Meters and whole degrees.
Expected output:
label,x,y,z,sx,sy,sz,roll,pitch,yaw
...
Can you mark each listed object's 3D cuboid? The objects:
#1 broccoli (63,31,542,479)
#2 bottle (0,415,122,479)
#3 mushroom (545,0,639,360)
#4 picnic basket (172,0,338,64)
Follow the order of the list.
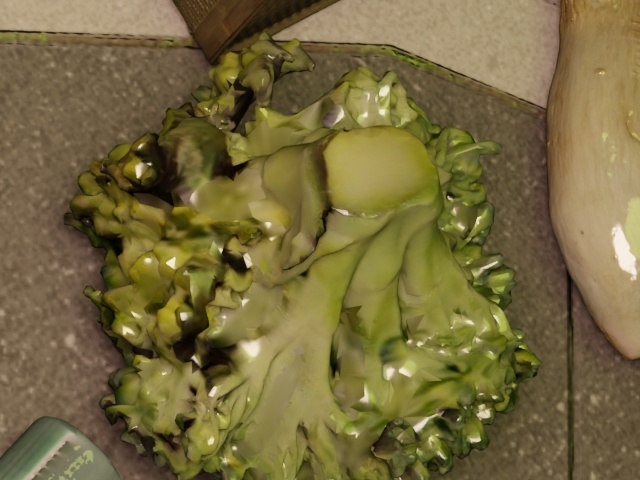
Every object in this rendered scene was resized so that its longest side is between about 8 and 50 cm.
label,x,y,z,sx,sy,sz,roll,pitch,yaw
broccoli,-0.007,0.015,1.397,0.334,0.272,0.324,2,32,-17
bottle,-0.242,0.237,1.282,0.082,0.082,0.286,44,60,-5
mushroom,0.240,-0.077,1.608,0.122,0.095,0.351,12,69,-40
picnic basket,-0.006,-0.263,1.514,0.266,0.165,0.139,-31,86,-30
